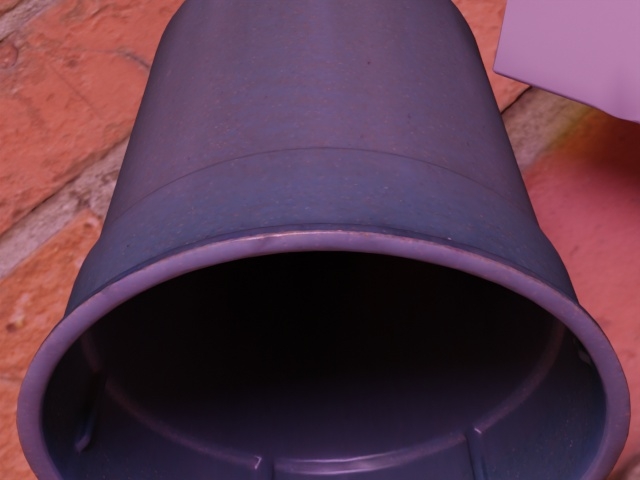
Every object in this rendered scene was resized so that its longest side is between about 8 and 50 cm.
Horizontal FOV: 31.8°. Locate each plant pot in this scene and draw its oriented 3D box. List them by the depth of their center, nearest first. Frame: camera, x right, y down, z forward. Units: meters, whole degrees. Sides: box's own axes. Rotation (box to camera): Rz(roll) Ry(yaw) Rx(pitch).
[{"bbox_3d":[0.000,0.000,0.748,0.341,0.341,0.334,-13,44,12],"label":"plant pot"}]

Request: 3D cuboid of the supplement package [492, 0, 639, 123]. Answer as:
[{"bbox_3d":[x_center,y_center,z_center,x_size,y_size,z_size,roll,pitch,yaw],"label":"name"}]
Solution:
[{"bbox_3d":[0.286,-0.198,0.766,0.199,0.198,0.262,27,32,34],"label":"supplement package"}]
